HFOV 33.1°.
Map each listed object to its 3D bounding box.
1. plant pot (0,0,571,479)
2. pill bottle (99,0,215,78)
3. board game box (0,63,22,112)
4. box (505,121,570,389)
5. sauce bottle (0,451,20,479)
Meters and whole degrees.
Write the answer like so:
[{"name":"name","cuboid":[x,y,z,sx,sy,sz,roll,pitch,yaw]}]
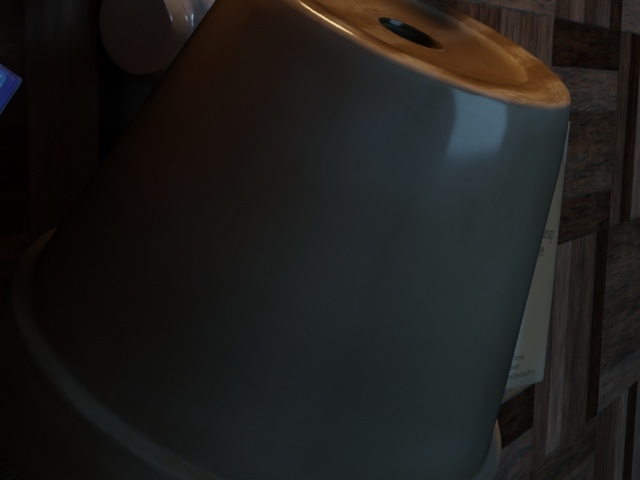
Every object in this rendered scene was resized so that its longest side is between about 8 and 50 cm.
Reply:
[{"name":"plant pot","cuboid":[0.000,0.000,0.629,0.323,0.323,0.280,-16,137,-57]},{"name":"pill bottle","cuboid":[-0.084,-0.159,0.775,0.152,0.086,0.086,-23,115,-55]},{"name":"board game box","cuboid":[-0.305,-0.014,0.313,0.318,0.066,0.318,35,61,-23]},{"name":"box","cuboid":[0.192,0.004,1.232,0.148,0.121,0.311,1,95,-58]},{"name":"sauce bottle","cuboid":[-0.131,0.155,0.730,0.344,0.111,0.111,-22,114,-54]}]
